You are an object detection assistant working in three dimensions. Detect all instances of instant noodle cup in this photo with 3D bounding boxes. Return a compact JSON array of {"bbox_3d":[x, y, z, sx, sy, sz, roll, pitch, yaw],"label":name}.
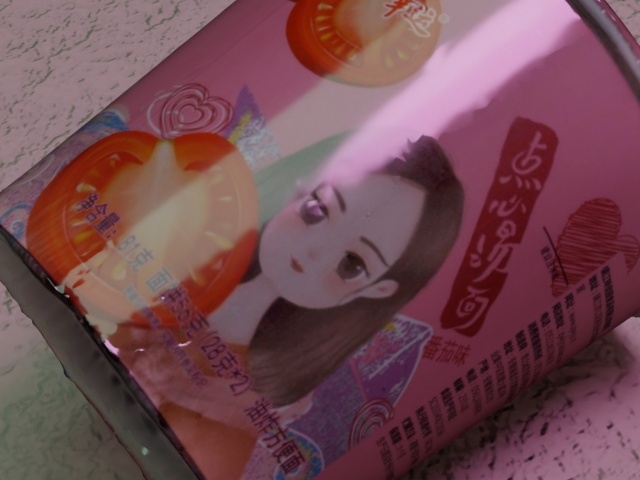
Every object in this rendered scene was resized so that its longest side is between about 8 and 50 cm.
[{"bbox_3d":[0.000,0.000,0.665,0.231,0.243,0.243,-37,47,-15],"label":"instant noodle cup"}]
